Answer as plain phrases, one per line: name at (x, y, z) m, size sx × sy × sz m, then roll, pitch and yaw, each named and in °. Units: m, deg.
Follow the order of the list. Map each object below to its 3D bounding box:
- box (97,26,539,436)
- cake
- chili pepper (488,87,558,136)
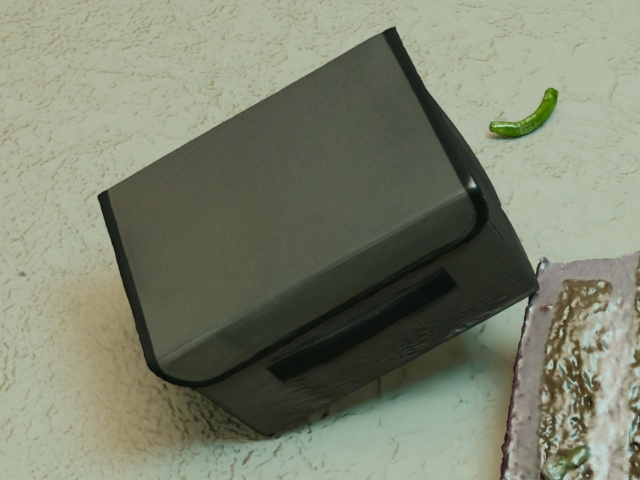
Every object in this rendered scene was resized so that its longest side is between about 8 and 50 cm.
box at (0.000, 0.000, 1.117) m, size 0.252 × 0.153 × 0.188 m, roll -32°, pitch 48°, yaw 10°
cake at (0.186, 0.153, 1.069) m, size 0.115 × 0.113 × 0.295 m, roll 4°, pitch 57°, yaw 16°
chili pepper at (0.183, -0.110, 1.362) m, size 0.030 × 0.017 × 0.083 m, roll 31°, pitch 52°, yaw 31°
